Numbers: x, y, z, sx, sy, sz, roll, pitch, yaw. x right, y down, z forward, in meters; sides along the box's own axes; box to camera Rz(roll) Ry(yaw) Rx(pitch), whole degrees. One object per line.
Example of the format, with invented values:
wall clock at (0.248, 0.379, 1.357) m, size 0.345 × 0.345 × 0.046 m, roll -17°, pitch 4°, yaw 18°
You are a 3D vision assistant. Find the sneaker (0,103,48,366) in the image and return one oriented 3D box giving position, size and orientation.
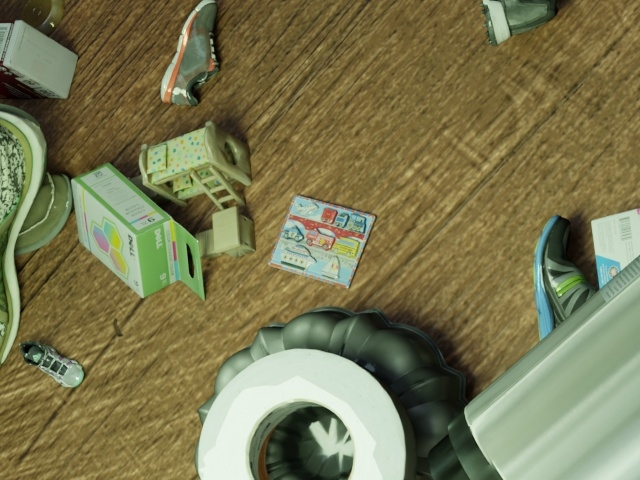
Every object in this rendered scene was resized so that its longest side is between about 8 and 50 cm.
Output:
sneaker at (-0.484, 0.022, 2.069) m, size 0.158 × 0.182 × 0.410 m, roll 12°, pitch 99°, yaw 9°

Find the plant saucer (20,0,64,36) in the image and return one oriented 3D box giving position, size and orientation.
plant saucer at (-0.420, -0.340, 2.335) m, size 0.083 × 0.015 × 0.083 m, roll -12°, pitch 66°, yaw 28°

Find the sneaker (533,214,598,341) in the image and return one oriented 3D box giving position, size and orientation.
sneaker at (0.275, 0.062, 1.716) m, size 0.078 × 0.067 × 0.188 m, roll -7°, pitch 64°, yaw 7°

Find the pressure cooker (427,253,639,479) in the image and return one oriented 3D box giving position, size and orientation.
pressure cooker at (0.302, 0.240, 1.432) m, size 0.420 × 0.370 × 0.375 m, roll -42°, pitch 51°, yaw 8°

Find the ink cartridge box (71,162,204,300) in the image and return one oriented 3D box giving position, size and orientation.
ink cartridge box at (-0.238, 0.000, 2.021) m, size 0.062 × 0.109 × 0.209 m, roll -29°, pitch 48°, yaw -28°

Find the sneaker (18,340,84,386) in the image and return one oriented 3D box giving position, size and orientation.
sneaker at (-0.364, 0.161, 2.068) m, size 0.098 × 0.069 × 0.038 m, roll 23°, pitch 85°, yaw 36°

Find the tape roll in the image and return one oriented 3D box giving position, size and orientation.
tape roll at (-0.013, 0.224, 1.613) m, size 0.219 × 0.072 × 0.219 m, roll -3°, pitch 78°, yaw 13°

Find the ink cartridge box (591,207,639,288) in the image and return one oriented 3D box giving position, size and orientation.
ink cartridge box at (0.362, 0.010, 1.679) m, size 0.122 × 0.052 × 0.088 m, roll -16°, pitch 64°, yaw 28°

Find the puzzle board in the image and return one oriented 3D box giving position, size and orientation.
puzzle board at (0.000, 0.000, 1.938) m, size 0.128 × 0.011 × 0.096 m, roll 16°, pitch 80°, yaw 36°

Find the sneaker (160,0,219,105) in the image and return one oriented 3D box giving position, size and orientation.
sneaker at (-0.162, -0.251, 2.123) m, size 0.065 × 0.061 × 0.158 m, roll 20°, pitch 83°, yaw 9°

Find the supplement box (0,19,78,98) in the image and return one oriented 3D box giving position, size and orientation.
supplement box at (-0.489, -0.261, 2.276) m, size 0.239 × 0.130 × 0.073 m, roll 4°, pitch 74°, yaw 34°

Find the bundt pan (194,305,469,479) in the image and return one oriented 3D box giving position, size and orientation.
bundt pan at (0.009, 0.225, 1.710) m, size 0.331 × 0.124 × 0.330 m, roll -2°, pitch 79°, yaw 12°

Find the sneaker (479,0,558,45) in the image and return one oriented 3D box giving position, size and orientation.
sneaker at (0.237, -0.339, 1.885) m, size 0.106 × 0.078 × 0.234 m, roll -12°, pitch 56°, yaw 10°

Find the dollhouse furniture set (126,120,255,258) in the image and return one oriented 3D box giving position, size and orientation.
dollhouse furniture set at (-0.190, -0.044, 2.018) m, size 0.182 × 0.101 × 0.161 m, roll -18°, pitch 63°, yaw 26°

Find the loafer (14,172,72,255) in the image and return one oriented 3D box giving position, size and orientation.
loafer at (-0.456, -0.023, 2.187) m, size 0.251 × 0.087 × 0.094 m, roll -29°, pitch 58°, yaw 20°
